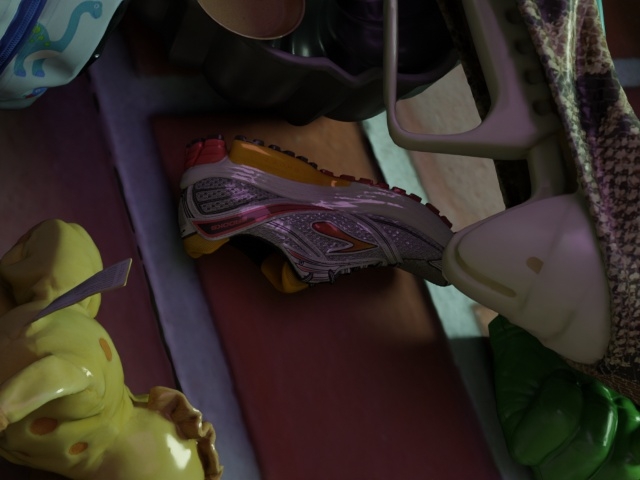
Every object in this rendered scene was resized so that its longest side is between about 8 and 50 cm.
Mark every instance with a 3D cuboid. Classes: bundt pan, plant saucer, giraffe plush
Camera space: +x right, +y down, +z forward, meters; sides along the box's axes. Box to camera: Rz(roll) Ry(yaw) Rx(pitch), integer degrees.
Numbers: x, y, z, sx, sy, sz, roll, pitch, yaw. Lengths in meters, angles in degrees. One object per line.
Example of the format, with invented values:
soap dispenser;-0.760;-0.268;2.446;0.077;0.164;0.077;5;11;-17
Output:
bundt pan;-0.021;-0.227;0.880;0.330;0.124;0.331;13;57;-21
plant saucer;-0.051;-0.165;0.741;0.083;0.015;0.083;12;58;-21
giraffe plush;-0.135;0.102;0.620;0.170;0.210;0.181;54;43;-28

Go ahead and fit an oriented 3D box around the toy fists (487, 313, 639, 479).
toy fists;0.257;0.126;0.842;0.279;0.096;0.142;7;61;-26

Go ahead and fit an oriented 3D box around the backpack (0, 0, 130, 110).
backpack;-0.230;-0.254;0.697;0.273;0.290;0.356;-5;77;-50

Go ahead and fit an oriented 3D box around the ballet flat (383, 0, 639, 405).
ballet flat;0.137;-0.071;0.746;0.182;0.164;0.483;-14;80;-15

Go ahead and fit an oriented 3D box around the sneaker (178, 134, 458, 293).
sneaker;0.000;0.000;0.798;0.225;0.088;0.093;16;77;-19
